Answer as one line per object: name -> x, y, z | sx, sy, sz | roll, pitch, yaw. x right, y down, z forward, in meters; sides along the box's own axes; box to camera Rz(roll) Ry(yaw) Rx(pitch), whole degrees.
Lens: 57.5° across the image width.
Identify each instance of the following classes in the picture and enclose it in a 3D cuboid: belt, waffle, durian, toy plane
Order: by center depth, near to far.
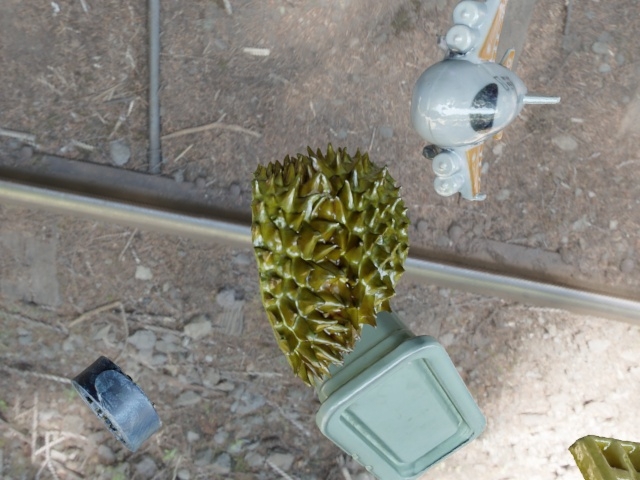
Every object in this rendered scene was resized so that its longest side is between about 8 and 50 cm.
durian -> 0.000, 0.000, 0.510 | 0.145, 0.252, 0.139 | -5, 149, -18
toy plane -> 0.195, -0.167, 0.698 | 0.118, 0.245, 0.244 | 18, 125, 33
waffle -> 0.541, 0.421, 0.911 | 0.248, 0.221, 0.055 | 12, 125, -16
belt -> -0.356, 0.284, 1.028 | 0.142, 0.082, 0.190 | 17, 138, 38

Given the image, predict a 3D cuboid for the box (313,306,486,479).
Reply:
box -> 0.086, 0.194, 0.822 | 0.175, 0.182, 0.311 | -35, 135, 0
